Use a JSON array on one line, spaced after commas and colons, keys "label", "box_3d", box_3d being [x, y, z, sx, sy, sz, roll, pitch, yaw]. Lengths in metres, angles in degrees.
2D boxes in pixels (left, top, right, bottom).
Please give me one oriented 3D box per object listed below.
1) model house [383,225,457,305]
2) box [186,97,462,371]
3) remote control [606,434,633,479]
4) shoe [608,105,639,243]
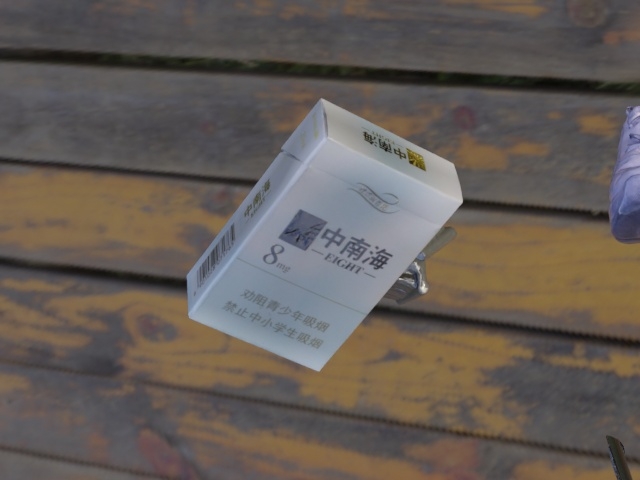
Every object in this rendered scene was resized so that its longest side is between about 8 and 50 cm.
[{"label": "model house", "box_3d": [0.047, -0.005, 1.681, 0.188, 0.122, 0.229, 37, 154, 0]}, {"label": "box", "box_3d": [0.000, 0.000, 1.423, 0.155, 0.067, 0.243, 25, 122, -26]}, {"label": "remote control", "box_3d": [0.268, 0.205, 1.351, 0.016, 0.091, 0.034, -12, 114, 5]}, {"label": "shoe", "box_3d": [0.307, -0.066, 1.386, 0.095, 0.245, 0.138, -17, 82, 19]}]
